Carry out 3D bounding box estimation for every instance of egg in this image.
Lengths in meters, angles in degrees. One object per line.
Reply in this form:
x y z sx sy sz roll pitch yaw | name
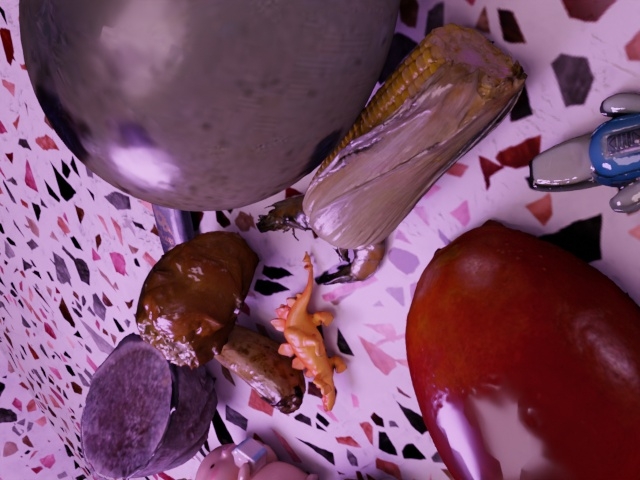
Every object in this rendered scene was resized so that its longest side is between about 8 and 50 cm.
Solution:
-0.103 -0.218 0.609 0.345 0.345 0.428 51 138 4 | egg

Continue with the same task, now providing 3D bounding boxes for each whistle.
0.291 -0.082 0.539 0.235 0.077 0.114 -14 77 53 | whistle

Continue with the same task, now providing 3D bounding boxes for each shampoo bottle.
-0.265 -0.030 1.124 0.087 0.049 0.234 22 130 35 | shampoo bottle

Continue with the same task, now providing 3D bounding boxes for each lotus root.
-0.121 0.211 1.114 0.258 0.097 0.110 29 164 30 | lotus root

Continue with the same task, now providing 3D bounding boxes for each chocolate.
-0.333 0.364 1.312 0.303 0.303 0.213 9 166 40 | chocolate

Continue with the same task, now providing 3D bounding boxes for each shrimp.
0.000 0.000 0.890 0.217 0.051 0.150 -2 120 39 | shrimp

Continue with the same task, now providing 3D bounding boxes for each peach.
0.227 0.137 0.686 0.281 0.281 0.338 117 145 -46 | peach

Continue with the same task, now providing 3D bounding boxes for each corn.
0.089 -0.098 0.675 0.123 0.122 0.305 32 137 -8 | corn

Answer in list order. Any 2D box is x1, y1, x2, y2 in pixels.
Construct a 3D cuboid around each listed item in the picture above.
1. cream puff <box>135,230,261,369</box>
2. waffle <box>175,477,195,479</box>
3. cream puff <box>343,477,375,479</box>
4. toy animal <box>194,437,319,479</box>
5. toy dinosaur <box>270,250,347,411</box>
-0.201 0.095 0.999 0.154 0.269 0.241 23 97 -3 | cream puff
-0.265 0.613 1.438 0.261 0.250 0.056 14 90 41 | waffle
0.067 0.558 1.068 0.378 0.276 0.378 19 158 8 | cream puff
-0.148 0.513 1.281 0.256 0.195 0.213 29 124 31 | toy animal
-0.028 0.152 1.012 0.117 0.070 0.288 4 114 43 | toy dinosaur
